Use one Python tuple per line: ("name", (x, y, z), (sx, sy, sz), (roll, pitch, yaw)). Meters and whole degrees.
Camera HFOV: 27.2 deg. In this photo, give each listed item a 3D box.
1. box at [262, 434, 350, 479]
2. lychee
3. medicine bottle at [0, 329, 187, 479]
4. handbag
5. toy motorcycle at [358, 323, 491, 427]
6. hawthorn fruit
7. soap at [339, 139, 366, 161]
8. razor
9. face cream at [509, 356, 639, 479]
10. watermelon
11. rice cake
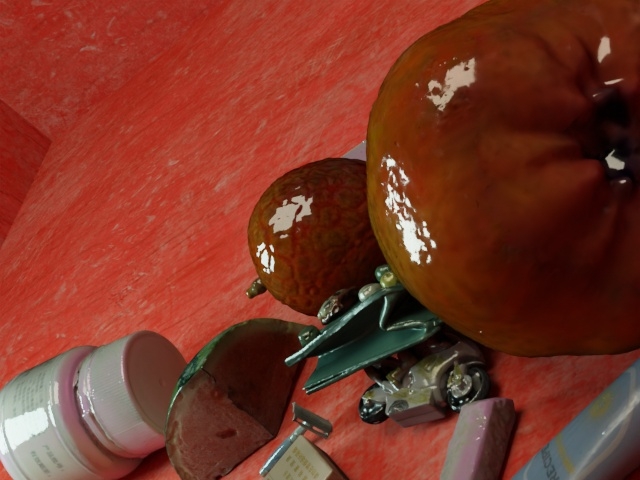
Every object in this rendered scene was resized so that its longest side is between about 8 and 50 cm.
("box", (-0.049, 0.380, 1.819), (0.201, 0.058, 0.141), (-50, 24, 0))
("lychee", (0.000, 0.000, 2.075), (0.300, 0.255, 0.255), (-48, 21, 37))
("medicine bottle", (-0.387, 0.298, 2.291), (0.302, 0.241, 0.241), (-25, 32, 26))
("handbag", (0.102, 0.079, 1.842), (0.274, 0.100, 0.268), (-30, 7, 45))
("toy motorcycle", (0.146, 0.173, 1.769), (0.225, 0.073, 0.152), (-15, 45, 44))
("hawthorn fruit", (0.258, -0.087, 1.534), (0.472, 0.472, 0.472), (-38, 26, 23))
("soap", (0.039, -0.064, 2.290), (0.259, 0.081, 0.181), (-35, 27, 32))
("razor", (-0.048, 0.304, 1.949), (0.135, 0.068, 0.040), (-52, 18, 25))
("face cream", (0.327, 0.197, 1.419), (0.385, 0.086, 0.135), (-46, 18, 18))
("watermelon", (-0.134, 0.236, 2.085), (0.256, 0.176, 0.260), (98, -173, -51))
("rice cake", (0.158, 0.333, 1.540), (0.072, 0.056, 0.365), (-26, 33, 46))
